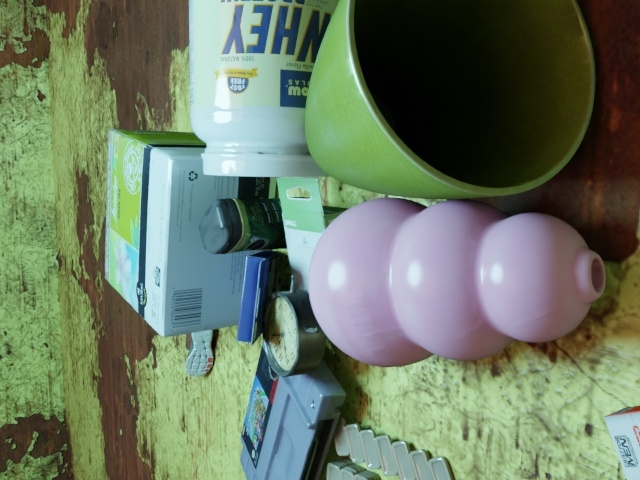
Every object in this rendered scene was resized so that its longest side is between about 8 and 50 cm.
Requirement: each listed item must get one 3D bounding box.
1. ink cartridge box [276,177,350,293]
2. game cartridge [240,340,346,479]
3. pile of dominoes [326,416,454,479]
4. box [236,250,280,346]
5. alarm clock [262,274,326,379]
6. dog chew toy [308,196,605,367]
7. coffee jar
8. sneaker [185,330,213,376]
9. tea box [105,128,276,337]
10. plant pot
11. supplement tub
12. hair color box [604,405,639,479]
[{"bbox_3d":[0.000,0.000,0.931,0.109,0.062,0.209,10,113,52],"label":"ink cartridge box"},{"bbox_3d":[-0.067,0.336,1.061,0.230,0.068,0.355,45,128,50],"label":"game cartridge"},{"bbox_3d":[0.110,0.384,0.894,0.251,0.040,0.196,4,93,45],"label":"pile of dominoes"},{"bbox_3d":[-0.105,0.090,1.009,0.225,0.036,0.136,-39,-44,-87],"label":"box"},{"bbox_3d":[-0.047,0.155,0.936,0.192,0.064,0.129,-61,41,38],"label":"alarm clock"},{"bbox_3d":[0.142,0.045,0.674,0.332,0.206,0.207,-5,90,46],"label":"dog chew toy"},{"bbox_3d":[-0.104,-0.026,0.995,0.096,0.184,0.079,-40,63,47],"label":"coffee jar"},{"bbox_3d":[-0.272,0.239,1.372,0.065,0.061,0.158,-106,29,-62],"label":"sneaker"},{"bbox_3d":[-0.269,-0.033,1.186,0.323,0.220,0.329,25,113,50],"label":"tea box"},{"bbox_3d":[0.095,-0.158,0.684,0.293,0.274,0.275,162,101,-67],"label":"plant pot"},{"bbox_3d":[-0.076,-0.259,0.892,0.235,0.235,0.325,11,102,52],"label":"supplement tub"},{"bbox_3d":[0.341,0.180,0.540,0.141,0.043,0.072,-31,69,49],"label":"hair color box"}]
